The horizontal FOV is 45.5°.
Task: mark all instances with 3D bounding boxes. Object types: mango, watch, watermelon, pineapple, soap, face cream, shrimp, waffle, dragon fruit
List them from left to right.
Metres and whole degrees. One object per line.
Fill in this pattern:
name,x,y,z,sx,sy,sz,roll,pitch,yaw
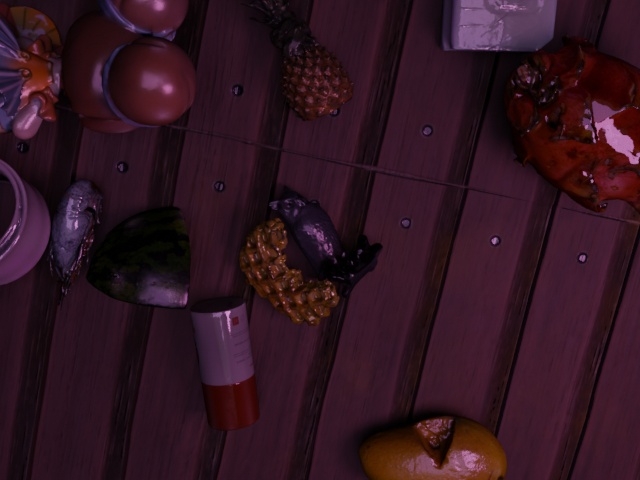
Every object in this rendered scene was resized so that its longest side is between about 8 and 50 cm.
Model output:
watch,-0.571,-0.034,1.190,0.244,0.196,0.231,32,80,11
shrimp,-0.420,0.008,1.282,0.090,0.079,0.232,22,103,28
watermelon,-0.282,0.020,1.266,0.193,0.137,0.145,16,101,15
face cream,-0.164,0.213,1.326,0.096,0.096,0.214,-7,101,-3
waffle,-0.058,0.060,1.286,0.194,0.051,0.149,43,133,8
pineapple,-0.045,-0.334,1.223,0.130,0.119,0.277,-37,107,-27
mango,0.202,0.400,1.375,0.262,0.130,0.167,-5,99,1
soap,0.295,-0.451,1.235,0.173,0.095,0.289,1,101,-5
dragon fruit,0.443,-0.184,1.234,0.315,0.250,0.250,26,98,9

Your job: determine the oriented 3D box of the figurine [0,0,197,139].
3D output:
figurine,-0.390,-0.270,1.151,0.388,0.248,0.276,-4,70,-12

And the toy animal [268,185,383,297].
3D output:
toy animal,-0.004,-0.001,1.320,0.210,0.121,0.117,43,140,6
